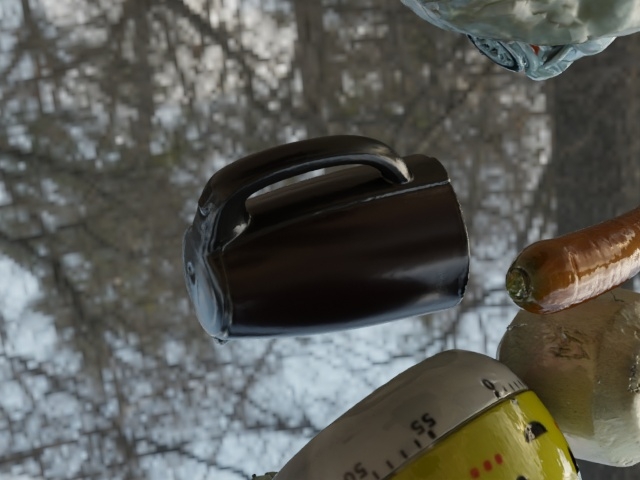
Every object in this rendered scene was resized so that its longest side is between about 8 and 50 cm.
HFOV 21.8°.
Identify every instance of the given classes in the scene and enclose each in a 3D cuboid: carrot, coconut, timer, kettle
[{"bbox_3d":[0.238,0.007,1.357,0.271,0.066,0.062,-21,-113,-45],"label":"carrot"},{"bbox_3d":[0.233,0.113,1.490,0.183,0.171,0.171,11,-149,39],"label":"coconut"},{"bbox_3d":[0.113,0.255,1.371,0.285,0.285,0.285,-4,-152,2],"label":"timer"},{"bbox_3d":[0.000,0.000,1.432,0.232,0.202,0.144,-13,-131,-23],"label":"kettle"}]

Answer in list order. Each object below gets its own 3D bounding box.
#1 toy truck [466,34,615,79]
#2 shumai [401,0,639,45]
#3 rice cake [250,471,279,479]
[{"bbox_3d":[0.094,-0.245,1.064,0.136,0.305,0.162,-50,-168,-8],"label":"toy truck"},{"bbox_3d":[0.070,-0.264,0.633,0.309,0.304,0.263,-30,-129,-12],"label":"shumai"},{"bbox_3d":[-0.117,0.335,1.526,0.066,0.063,0.336,-1,-140,49],"label":"rice cake"}]
